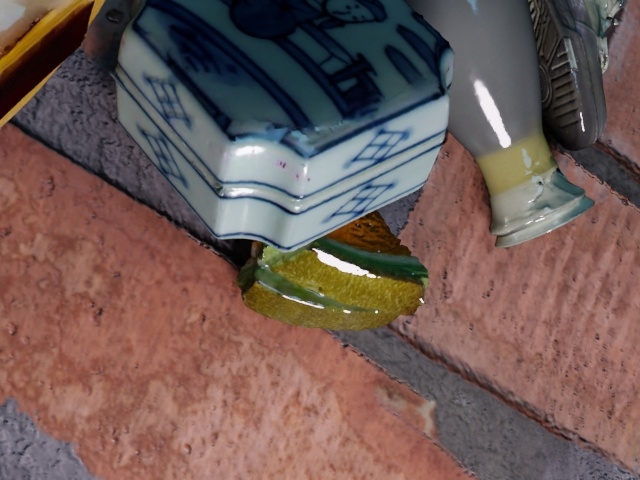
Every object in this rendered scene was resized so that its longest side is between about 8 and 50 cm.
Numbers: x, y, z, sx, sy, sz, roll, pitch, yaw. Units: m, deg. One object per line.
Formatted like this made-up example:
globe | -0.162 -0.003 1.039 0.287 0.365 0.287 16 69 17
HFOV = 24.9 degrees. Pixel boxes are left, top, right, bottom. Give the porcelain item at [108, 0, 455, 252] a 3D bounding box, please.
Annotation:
porcelain item | -0.035 -0.151 1.387 0.286 0.157 0.281 -25 60 -29

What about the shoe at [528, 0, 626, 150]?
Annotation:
shoe | 0.304 -0.252 1.666 0.149 0.109 0.293 -12 78 -23

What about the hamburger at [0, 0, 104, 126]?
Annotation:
hamburger | -0.318 -0.192 1.236 0.170 0.302 0.302 44 62 -3

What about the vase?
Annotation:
vase | 0.178 -0.159 1.558 0.173 0.173 0.321 -25 94 -30

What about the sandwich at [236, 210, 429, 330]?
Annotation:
sandwich | 0.008 0.004 1.465 0.184 0.109 0.160 18 46 -22
